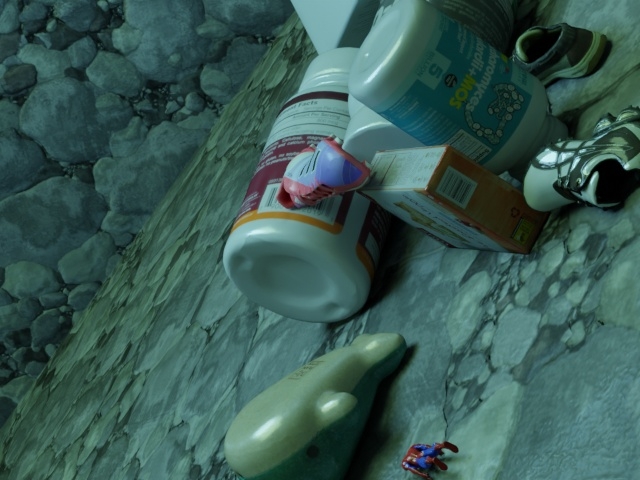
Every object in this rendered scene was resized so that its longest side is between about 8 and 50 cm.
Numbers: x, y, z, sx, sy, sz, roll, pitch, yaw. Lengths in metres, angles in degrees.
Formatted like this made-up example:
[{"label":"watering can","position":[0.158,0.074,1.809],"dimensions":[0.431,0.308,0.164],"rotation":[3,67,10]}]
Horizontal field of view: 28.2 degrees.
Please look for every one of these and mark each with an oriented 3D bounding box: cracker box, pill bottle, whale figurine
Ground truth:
[{"label":"cracker box","position":[0.158,-0.050,1.584],"dimensions":[0.067,0.155,0.232],"rotation":[-62,17,-7]},{"label":"pill bottle","position":[0.176,-0.173,1.561],"dimensions":[0.146,0.264,0.146],"rotation":[-50,20,26]},{"label":"whale figurine","position":[0.009,0.228,1.626],"dimensions":[0.272,0.141,0.216],"rotation":[-39,10,-23]},{"label":"pill bottle","position":[0.156,-0.236,1.822],"dimensions":[0.204,0.204,0.361],"rotation":[-38,27,49]},{"label":"pill bottle","position":[0.013,-0.092,1.938],"dimensions":[0.224,0.224,0.392],"rotation":[-36,28,51]}]

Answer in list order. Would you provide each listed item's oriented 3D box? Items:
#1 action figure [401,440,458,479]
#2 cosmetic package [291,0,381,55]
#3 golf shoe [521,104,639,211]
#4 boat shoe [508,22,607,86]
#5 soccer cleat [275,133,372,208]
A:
[{"label":"action figure","position":[0.118,0.244,1.419],"dimensions":[0.038,0.030,0.115],"rotation":[-59,12,-19]},{"label":"cosmetic package","position":[0.110,-0.473,2.073],"dimensions":[0.230,0.162,0.453],"rotation":[-25,-10,-16]},{"label":"golf shoe","position":[0.287,-0.069,1.400],"dimensions":[0.198,0.077,0.094],"rotation":[-39,26,49]},{"label":"boat shoe","position":[0.293,-0.250,1.686],"dimensions":[0.080,0.073,0.223],"rotation":[-62,18,-10]},{"label":"soccer cleat","position":[0.000,-0.079,1.663],"dimensions":[0.095,0.083,0.248],"rotation":[-52,12,-6]}]
